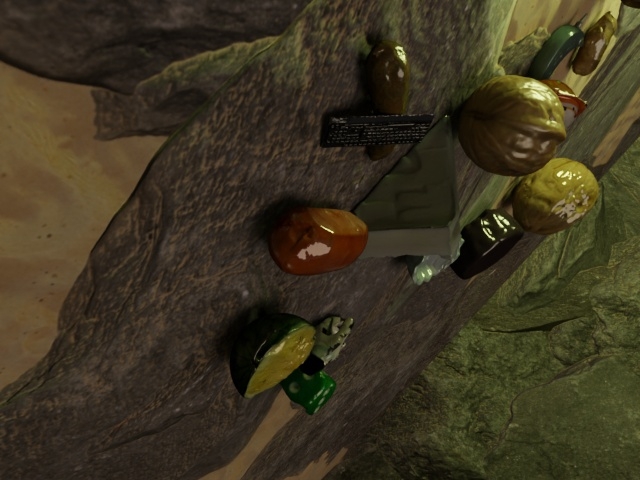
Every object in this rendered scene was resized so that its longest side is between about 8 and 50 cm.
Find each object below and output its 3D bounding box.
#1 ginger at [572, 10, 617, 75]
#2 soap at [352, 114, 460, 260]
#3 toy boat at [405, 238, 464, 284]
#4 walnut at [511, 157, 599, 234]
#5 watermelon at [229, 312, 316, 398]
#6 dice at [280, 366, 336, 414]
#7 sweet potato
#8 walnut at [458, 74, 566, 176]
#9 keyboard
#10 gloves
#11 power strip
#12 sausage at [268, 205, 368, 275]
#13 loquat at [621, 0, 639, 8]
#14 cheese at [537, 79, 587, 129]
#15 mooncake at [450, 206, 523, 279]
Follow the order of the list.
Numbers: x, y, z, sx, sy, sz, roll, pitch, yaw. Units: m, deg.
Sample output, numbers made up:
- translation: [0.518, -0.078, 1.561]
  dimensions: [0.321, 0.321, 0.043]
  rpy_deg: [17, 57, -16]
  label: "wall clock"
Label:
- translation: [0.778, -0.552, 1.381]
  dimensions: [0.095, 0.068, 0.190]
  rpy_deg: [-54, 161, -39]
  label: "ginger"
- translation: [0.187, -0.116, 1.130]
  dimensions: [0.159, 0.257, 0.303]
  rpy_deg: [53, 37, -61]
  label: "soap"
- translation: [0.339, 0.031, 1.469]
  dimensions: [0.290, 0.100, 0.200]
  rpy_deg: [0, 127, -54]
  label: "toy boat"
- translation: [0.864, -0.159, 1.814]
  dimensions: [0.313, 0.252, 0.277]
  rpy_deg: [-47, 164, 8]
  label: "walnut"
- translation: [-0.116, 0.234, 1.049]
  dimensions: [0.204, 0.127, 0.232]
  rpy_deg: [-54, 153, 12]
  label: "watermelon"
- translation: [-0.037, 0.411, 1.390]
  dimensions: [0.120, 0.131, 0.128]
  rpy_deg: [-46, 151, -9]
  label: "dice"
- translation: [0.117, -0.235, 0.853]
  dimensions: [0.075, 0.075, 0.273]
  rpy_deg: [-40, 156, -15]
  label: "sweet potato"
- translation: [0.438, -0.257, 1.102]
  dimensions: [0.260, 0.225, 0.225]
  rpy_deg: [4, 127, -28]
  label: "walnut"
- translation: [0.100, -0.188, 0.842]
  dimensions: [0.196, 0.015, 0.074]
  rpy_deg: [-6, 155, -17]
  label: "keyboard"
- translation: [0.017, 0.272, 1.326]
  dimensions: [0.212, 0.110, 0.128]
  rpy_deg: [-58, 167, -57]
  label: "gloves"
- translation: [0.618, -0.488, 1.262]
  dimensions: [0.216, 0.044, 0.137]
  rpy_deg: [-52, 151, 9]
  label: "power strip"
- translation: [-0.002, 0.002, 0.923]
  dimensions: [0.258, 0.133, 0.133]
  rpy_deg: [-5, 130, -58]
  label: "sausage"
- translation: [0.844, -0.688, 1.190]
  dimensions: [0.179, 0.179, 0.228]
  rpy_deg: [-3, 126, -53]
  label: "loquat"
- translation: [0.585, -0.323, 1.295]
  dimensions: [0.329, 0.216, 0.130]
  rpy_deg: [30, 62, -65]
  label: "cheese"
- translation: [0.579, 0.010, 1.740]
  dimensions: [0.283, 0.141, 0.283]
  rpy_deg: [-29, 153, -17]
  label: "mooncake"
